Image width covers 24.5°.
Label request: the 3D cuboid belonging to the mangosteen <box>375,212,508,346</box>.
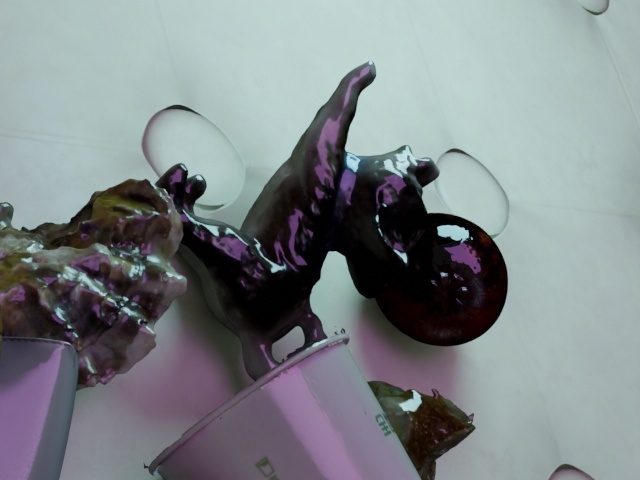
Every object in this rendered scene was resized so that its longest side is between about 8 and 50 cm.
[{"bbox_3d":[0.154,0.044,1.910,0.200,0.200,0.200,23,48,-29],"label":"mangosteen"}]

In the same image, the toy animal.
[{"bbox_3d":[0.000,0.000,1.723,0.344,0.194,0.302,-30,87,-18],"label":"toy animal"}]

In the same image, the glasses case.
[{"bbox_3d":[-0.314,0.239,1.379,0.128,0.083,0.308,15,64,-10],"label":"glasses case"}]

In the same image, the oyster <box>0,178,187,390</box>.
[{"bbox_3d":[-0.304,0.038,1.500,0.351,0.115,0.238,6,55,-26],"label":"oyster"}]

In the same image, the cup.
[{"bbox_3d":[-0.001,0.266,1.508,0.253,0.253,0.274,-26,76,-49],"label":"cup"}]

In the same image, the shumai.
[{"bbox_3d":[0.080,0.221,1.677,0.166,0.175,0.206,32,43,-1],"label":"shumai"}]

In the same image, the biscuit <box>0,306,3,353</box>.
[{"bbox_3d":[-0.427,0.090,1.322,0.296,0.075,0.296,7,67,-16],"label":"biscuit"}]
